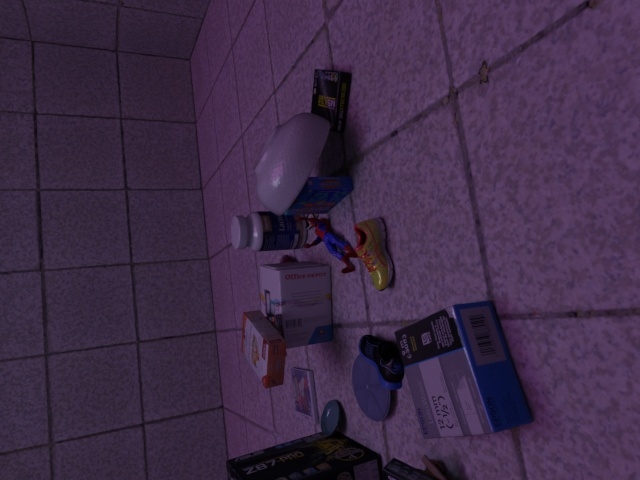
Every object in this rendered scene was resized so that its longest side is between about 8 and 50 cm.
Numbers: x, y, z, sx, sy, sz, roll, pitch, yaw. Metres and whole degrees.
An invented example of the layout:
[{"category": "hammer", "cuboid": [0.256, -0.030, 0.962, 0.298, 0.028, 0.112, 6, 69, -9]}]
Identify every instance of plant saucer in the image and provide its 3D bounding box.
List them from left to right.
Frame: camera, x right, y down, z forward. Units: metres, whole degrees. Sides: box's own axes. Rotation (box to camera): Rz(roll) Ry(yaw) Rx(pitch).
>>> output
[{"category": "plant saucer", "cuboid": [0.039, 0.613, 1.618, 0.119, 0.021, 0.119, -50, 27, 37]}]

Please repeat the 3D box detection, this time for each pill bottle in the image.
[{"category": "pill bottle", "cuboid": [-0.198, -0.035, 1.783, 0.153, 0.265, 0.153, 15, 106, 62]}]

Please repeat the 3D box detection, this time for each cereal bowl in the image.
[{"category": "cereal bowl", "cuboid": [-0.111, -0.256, 1.469, 0.339, 0.141, 0.339, -55, 17, 27]}]

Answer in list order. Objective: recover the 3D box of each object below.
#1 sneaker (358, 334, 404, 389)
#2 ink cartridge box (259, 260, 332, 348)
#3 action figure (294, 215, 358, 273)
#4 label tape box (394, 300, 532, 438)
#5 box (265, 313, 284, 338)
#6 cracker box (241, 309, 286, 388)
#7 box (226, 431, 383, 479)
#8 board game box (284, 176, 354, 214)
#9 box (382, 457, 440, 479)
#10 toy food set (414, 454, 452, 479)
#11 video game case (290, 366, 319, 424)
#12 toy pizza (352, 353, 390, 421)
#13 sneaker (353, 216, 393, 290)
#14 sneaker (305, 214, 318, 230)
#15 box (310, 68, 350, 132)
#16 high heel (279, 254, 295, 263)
[{"category": "sneaker", "cuboid": [0.168, 0.302, 1.275, 0.232, 0.082, 0.090, -133, 45, -65]}, {"category": "ink cartridge box", "cuboid": [-0.089, 0.218, 1.669, 0.197, 0.198, 0.269, 6, 98, 63]}, {"category": "action figure", "cuboid": [0.000, 0.000, 1.543, 0.280, 0.139, 0.091, -127, 43, -52]}, {"category": "label tape box", "cuboid": [0.269, 0.306, 1.056, 0.348, 0.115, 0.249, -44, 54, 55]}, {"category": "box", "cuboid": [-0.150, 0.316, 1.552, 0.094, 0.027, 0.136, -27, 70, 59]}, {"category": "cracker box", "cuboid": [-0.189, 0.347, 1.526, 0.232, 0.067, 0.155, 32, 122, 56]}, {"category": "box", "cuboid": [-0.057, 0.711, 1.444, 0.318, 0.395, 0.097, -19, 78, 64]}, {"category": "board game box", "cuboid": [-0.012, -0.142, 1.514, 0.210, 0.160, 0.047, -38, 60, 60]}, {"category": "box", "cuboid": [0.253, 0.630, 1.086, 0.220, 0.051, 0.175, 8, 113, 43]}, {"category": "toy food set", "cuboid": [0.272, 0.601, 1.146, 0.128, 0.071, 0.217, 41, 132, 25]}, {"category": "video game case", "cuboid": [-0.065, 0.613, 1.864, 0.183, 0.023, 0.201, -22, 73, 62]}, {"category": "toy pizza", "cuboid": [0.155, 0.430, 1.390, 0.201, 0.032, 0.201, 8, 99, 63]}, {"category": "sneaker", "cuboid": [0.137, 0.041, 1.309, 0.081, 0.094, 0.208, -30, 67, 59]}, {"category": "sneaker", "cuboid": [-0.033, -0.089, 1.694, 0.040, 0.044, 0.109, 179, 89, -66]}, {"category": "box", "cuboid": [0.027, -0.457, 1.527, 0.191, 0.045, 0.184, 41, 127, 56]}, {"category": "high heel", "cuboid": [-0.148, 0.185, 1.919, 0.117, 0.082, 0.244, -130, 56, -65]}]
